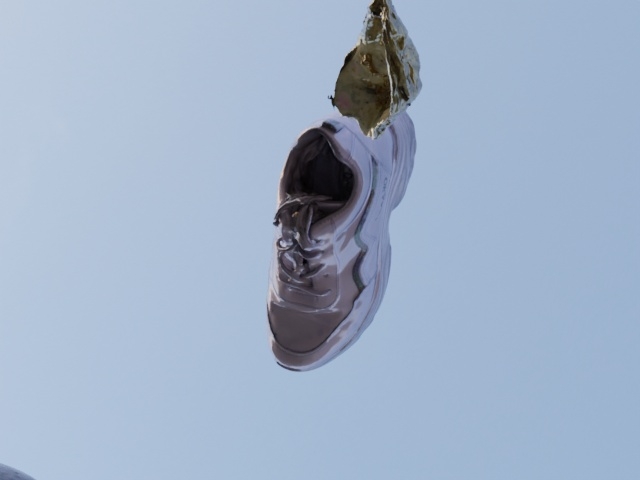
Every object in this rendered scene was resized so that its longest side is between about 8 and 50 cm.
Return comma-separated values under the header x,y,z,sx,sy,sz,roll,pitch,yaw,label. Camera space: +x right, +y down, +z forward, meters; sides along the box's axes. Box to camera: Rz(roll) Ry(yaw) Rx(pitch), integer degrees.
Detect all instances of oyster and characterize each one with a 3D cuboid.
x,y,z,sx,sy,sz,roll,pitch,yaw,label
0.035,-0.092,0.681,0.051,0.034,0.093,54,-29,13,oyster

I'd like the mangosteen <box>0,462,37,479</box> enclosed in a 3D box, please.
x,y,z,sx,sy,sz,roll,pitch,yaw,label
-0.350,0.376,1.207,0.359,0.306,0.306,44,-63,47,mangosteen

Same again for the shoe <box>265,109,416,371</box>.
x,y,z,sx,sy,sz,roll,pitch,yaw,label
0.000,0.000,1.035,0.095,0.137,0.245,23,-76,23,shoe
